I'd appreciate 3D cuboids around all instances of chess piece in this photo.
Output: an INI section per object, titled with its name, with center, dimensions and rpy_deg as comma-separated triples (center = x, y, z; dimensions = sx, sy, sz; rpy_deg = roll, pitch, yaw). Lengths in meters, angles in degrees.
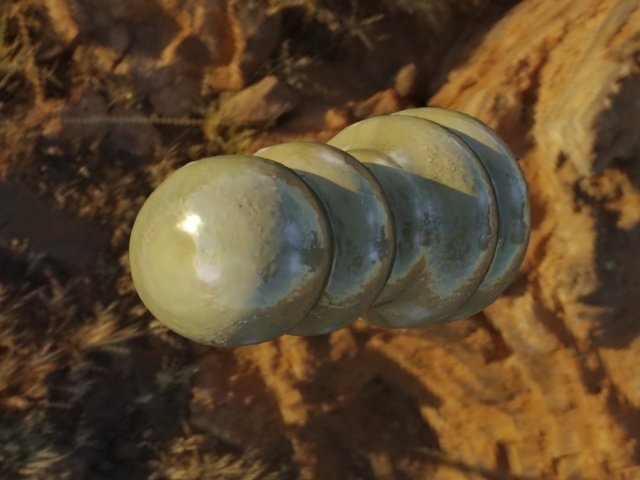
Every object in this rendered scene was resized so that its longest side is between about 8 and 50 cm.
[chess piece]
center = 0.000, 0.000, 0.802
dimensions = 0.261, 0.143, 0.143
rpy_deg = -13, 81, -54
